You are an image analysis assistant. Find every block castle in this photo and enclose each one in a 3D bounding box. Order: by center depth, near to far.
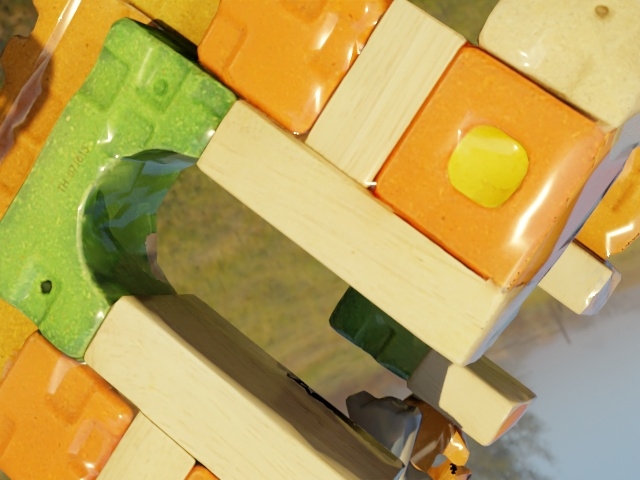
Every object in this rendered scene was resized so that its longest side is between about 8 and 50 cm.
[{"bbox_3d":[0.000,0.000,0.511,0.453,0.213,0.303,-57,162,12],"label":"block castle"}]
